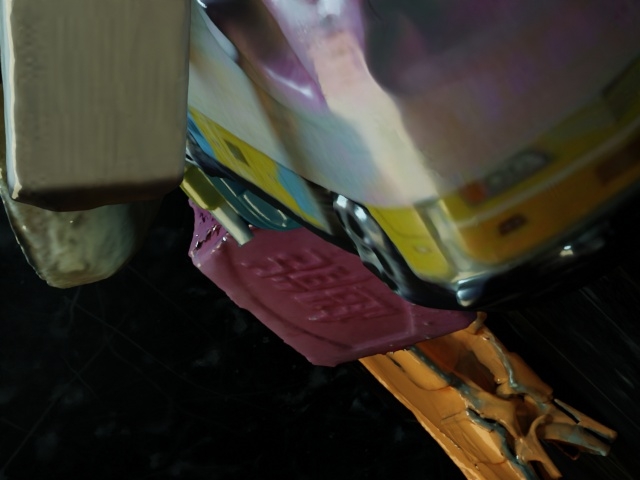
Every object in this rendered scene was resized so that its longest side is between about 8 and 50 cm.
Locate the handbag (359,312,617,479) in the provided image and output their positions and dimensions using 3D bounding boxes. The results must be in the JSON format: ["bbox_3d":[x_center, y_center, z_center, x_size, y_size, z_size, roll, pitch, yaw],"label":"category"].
[{"bbox_3d":[0.093,0.094,1.641,0.410,0.116,0.303,44,174,1],"label":"handbag"}]

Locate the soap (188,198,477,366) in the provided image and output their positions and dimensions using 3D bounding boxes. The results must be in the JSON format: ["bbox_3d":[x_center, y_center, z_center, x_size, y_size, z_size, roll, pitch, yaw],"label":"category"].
[{"bbox_3d":[0.000,0.000,1.294,0.250,0.162,0.099,42,-141,-48],"label":"soap"}]

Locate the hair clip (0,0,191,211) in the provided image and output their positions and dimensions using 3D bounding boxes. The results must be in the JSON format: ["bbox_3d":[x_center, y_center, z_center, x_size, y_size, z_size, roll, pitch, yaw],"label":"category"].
[{"bbox_3d":[-0.081,-0.159,0.519,0.330,0.085,0.101,98,164,-44],"label":"hair clip"}]

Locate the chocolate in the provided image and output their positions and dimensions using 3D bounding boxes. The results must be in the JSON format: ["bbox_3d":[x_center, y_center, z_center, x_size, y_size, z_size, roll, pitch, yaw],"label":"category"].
[{"bbox_3d":[-0.133,-0.090,0.903,0.254,0.080,0.157,75,-167,-50],"label":"chocolate"}]

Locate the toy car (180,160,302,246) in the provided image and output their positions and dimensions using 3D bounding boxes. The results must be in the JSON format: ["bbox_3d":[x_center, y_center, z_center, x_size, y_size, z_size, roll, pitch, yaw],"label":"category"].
[{"bbox_3d":[-0.023,-0.082,1.064,0.198,0.166,0.314,51,173,-14],"label":"toy car"}]

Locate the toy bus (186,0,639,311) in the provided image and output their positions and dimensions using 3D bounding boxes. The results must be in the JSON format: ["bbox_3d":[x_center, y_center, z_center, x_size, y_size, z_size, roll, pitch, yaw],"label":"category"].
[{"bbox_3d":[0.002,-0.109,0.680,0.162,0.171,0.386,53,170,-28],"label":"toy bus"}]
